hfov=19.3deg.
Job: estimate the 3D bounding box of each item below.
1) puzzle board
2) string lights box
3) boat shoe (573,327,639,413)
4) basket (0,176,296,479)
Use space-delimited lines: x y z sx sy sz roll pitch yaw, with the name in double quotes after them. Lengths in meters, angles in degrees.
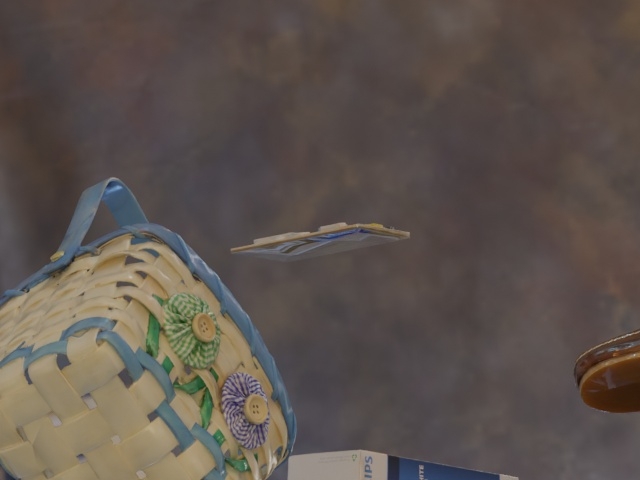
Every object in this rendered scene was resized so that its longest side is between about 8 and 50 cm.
0.000 0.000 1.638 0.096 0.128 0.011 11 70 -60 "puzzle board"
0.099 0.306 2.246 0.133 0.259 0.077 -12 -111 48 "string lights box"
0.314 0.102 1.665 0.073 0.207 0.073 -114 -154 -45 "boat shoe"
-0.132 0.108 1.437 0.255 0.201 0.289 58 15 -18 "basket"
